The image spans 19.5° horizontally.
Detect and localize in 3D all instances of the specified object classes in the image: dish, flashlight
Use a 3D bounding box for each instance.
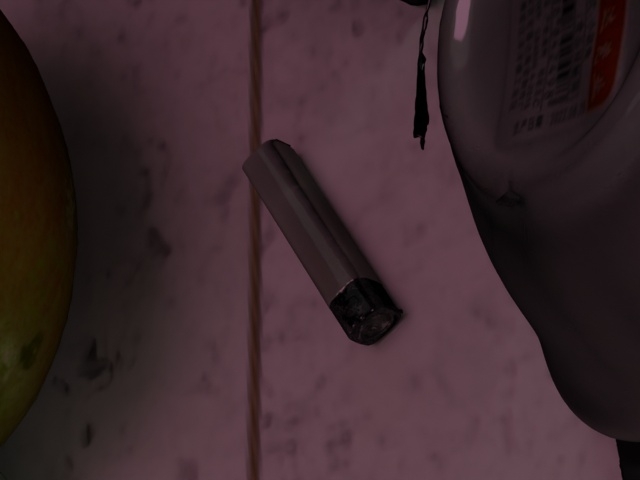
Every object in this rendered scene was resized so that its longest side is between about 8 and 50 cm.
[{"bbox_3d":[0.087,-0.057,0.502,0.229,0.081,0.229,-32,52,53],"label":"dish"},{"bbox_3d":[0.000,0.000,0.643,0.018,0.018,0.083,-45,55,18],"label":"flashlight"}]

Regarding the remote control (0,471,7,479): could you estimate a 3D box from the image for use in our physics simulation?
[{"bbox_3d":[-0.146,0.147,0.707,0.074,0.032,0.122,33,97,39],"label":"remote control"}]

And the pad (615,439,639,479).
[{"bbox_3d":[0.151,0.013,0.530,0.170,0.006,0.245,-19,66,32],"label":"pad"}]

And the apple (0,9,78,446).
[{"bbox_3d":[-0.211,-0.002,0.660,0.246,0.246,0.226,-41,52,22],"label":"apple"}]

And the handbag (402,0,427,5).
[{"bbox_3d":[0.017,-0.317,0.581,0.317,0.180,0.416,30,93,6],"label":"handbag"}]
